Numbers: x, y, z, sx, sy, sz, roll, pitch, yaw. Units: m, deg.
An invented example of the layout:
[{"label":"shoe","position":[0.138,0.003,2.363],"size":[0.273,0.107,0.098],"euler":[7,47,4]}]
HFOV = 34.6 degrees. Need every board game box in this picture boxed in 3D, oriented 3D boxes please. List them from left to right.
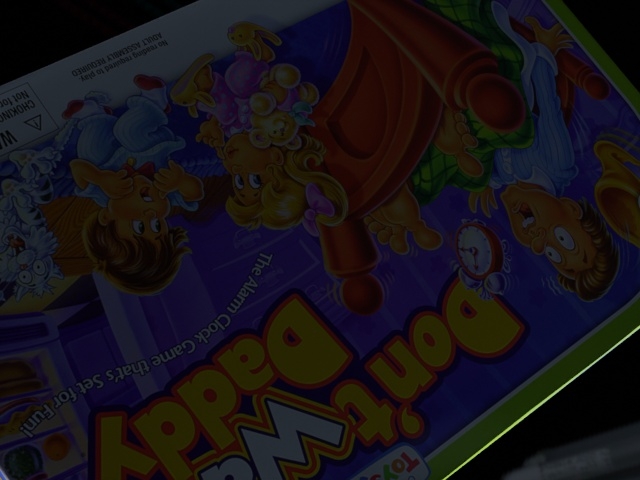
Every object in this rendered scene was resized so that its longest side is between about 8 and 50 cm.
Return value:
[{"label":"board game box","position":[0.000,0.000,0.468],"size":[0.347,0.233,0.078],"euler":[-31,168,-26]}]
